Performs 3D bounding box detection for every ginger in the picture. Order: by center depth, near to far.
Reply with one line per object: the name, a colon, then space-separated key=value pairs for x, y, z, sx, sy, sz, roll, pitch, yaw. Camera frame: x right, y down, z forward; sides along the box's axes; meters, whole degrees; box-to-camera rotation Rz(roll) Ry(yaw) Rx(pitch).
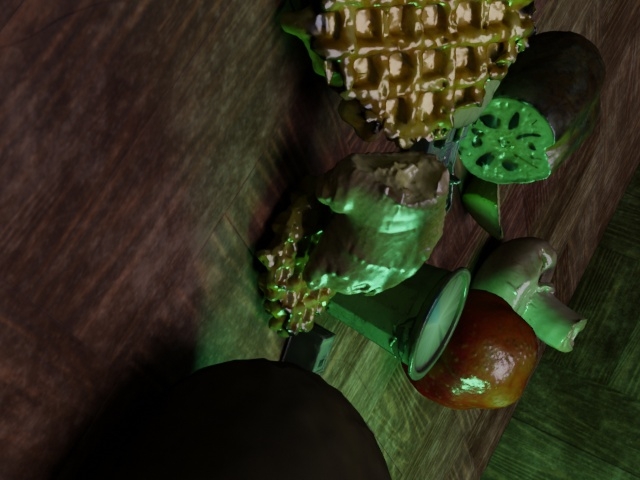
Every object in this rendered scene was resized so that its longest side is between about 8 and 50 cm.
ginger: x=0.070 y=-0.029 z=1.454 sx=0.276 sy=0.130 sz=0.221 roll=-45 pitch=138 yaw=20

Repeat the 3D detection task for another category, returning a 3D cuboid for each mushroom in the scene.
mushroom: x=0.528 y=0.144 z=2.527 sx=0.292 sy=0.290 sz=0.292 roll=-43 pitch=149 yaw=-34

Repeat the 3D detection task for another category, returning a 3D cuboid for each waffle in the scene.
waffle: x=0.141 y=-0.321 z=1.369 sx=0.382 sy=0.095 sz=0.380 roll=-47 pitch=129 yaw=-7
waffle: x=-0.005 y=0.005 z=1.580 sx=0.301 sy=0.058 sz=0.282 roll=-43 pitch=147 yaw=-46

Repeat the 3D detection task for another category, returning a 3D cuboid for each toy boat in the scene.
toy boat: x=0.195 y=-0.079 z=1.876 sx=0.141 sy=0.092 sz=0.320 roll=-26 pitch=135 yaw=-53

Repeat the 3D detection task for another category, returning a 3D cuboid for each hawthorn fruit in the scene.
hawthorn fruit: x=0.290 y=0.230 z=2.166 sx=0.330 sy=0.287 sz=0.287 roll=11 pitch=102 yaw=-42

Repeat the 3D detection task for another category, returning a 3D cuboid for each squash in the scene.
squash: x=0.351 y=-0.113 z=2.220 sx=0.192 sy=0.085 sz=0.184 roll=68 pitch=21 yaw=-61

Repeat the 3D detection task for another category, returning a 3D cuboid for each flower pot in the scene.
flower pot: x=0.126 y=0.111 z=1.768 sx=0.212 sy=0.202 sz=0.212 roll=-45 pitch=147 yaw=-41

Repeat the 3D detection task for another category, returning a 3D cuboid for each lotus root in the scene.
lotus root: x=0.430 y=-0.280 z=2.005 sx=0.346 sy=0.250 sz=0.250 roll=-41 pitch=146 yaw=-37

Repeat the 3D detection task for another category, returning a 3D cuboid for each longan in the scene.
longan: x=-0.100 y=0.377 z=1.321 sx=0.436 sy=0.404 sz=0.404 roll=-54 pitch=153 yaw=-34

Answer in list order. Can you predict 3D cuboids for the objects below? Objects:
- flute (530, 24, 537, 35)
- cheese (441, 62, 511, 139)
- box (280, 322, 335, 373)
flute: x=0.386 y=-0.404 z=2.061 sx=0.233 sy=0.027 sz=0.027 roll=-35 pitch=141 yaw=-51
cheese: x=0.232 y=-0.324 z=1.710 sx=0.326 sy=0.115 sz=0.318 roll=-62 pitch=156 yaw=-6
box: x=-0.020 y=0.180 z=1.698 sx=0.060 sy=0.063 sz=0.085 roll=-5 pitch=115 yaw=-62
